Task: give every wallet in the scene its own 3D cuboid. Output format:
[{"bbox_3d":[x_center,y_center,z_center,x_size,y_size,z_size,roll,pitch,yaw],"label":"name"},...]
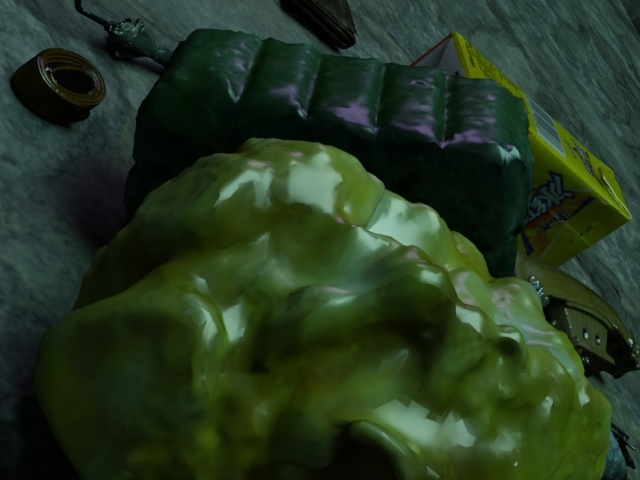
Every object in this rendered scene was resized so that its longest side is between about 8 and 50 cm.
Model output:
[{"bbox_3d":[-0.018,-0.355,1.774,0.124,0.042,0.230,35,31,-42],"label":"wallet"}]

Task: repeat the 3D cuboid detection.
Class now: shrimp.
[{"bbox_3d":[0.269,0.222,1.375,0.233,0.079,0.090,48,64,-30],"label":"shrimp"}]

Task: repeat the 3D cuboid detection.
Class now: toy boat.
[{"bbox_3d":[0.310,0.113,1.698,0.321,0.089,0.121,29,40,-45],"label":"toy boat"}]

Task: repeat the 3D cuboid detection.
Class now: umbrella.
[{"bbox_3d":[-0.156,-0.174,1.316,0.044,0.044,0.269,39,3,34],"label":"umbrella"}]

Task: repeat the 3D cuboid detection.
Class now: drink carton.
[{"bbox_3d":[0.233,-0.102,1.756,0.351,0.154,0.111,34,32,-36],"label":"drink carton"}]

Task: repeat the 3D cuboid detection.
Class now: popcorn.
[{"bbox_3d":[-0.006,0.104,0.890,0.334,0.292,0.293,50,20,9],"label":"popcorn"}]

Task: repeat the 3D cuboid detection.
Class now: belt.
[{"bbox_3d":[-0.215,-0.127,1.134,0.083,0.036,0.059,-3,66,-61],"label":"belt"}]

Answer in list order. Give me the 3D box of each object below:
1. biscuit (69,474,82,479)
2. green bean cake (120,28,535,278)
[{"bbox_3d":[-0.144,0.225,0.824,0.139,0.016,0.231,54,24,0],"label":"biscuit"},{"bbox_3d":[0.000,0.000,1.111,0.308,0.300,0.169,12,31,1],"label":"green bean cake"}]
